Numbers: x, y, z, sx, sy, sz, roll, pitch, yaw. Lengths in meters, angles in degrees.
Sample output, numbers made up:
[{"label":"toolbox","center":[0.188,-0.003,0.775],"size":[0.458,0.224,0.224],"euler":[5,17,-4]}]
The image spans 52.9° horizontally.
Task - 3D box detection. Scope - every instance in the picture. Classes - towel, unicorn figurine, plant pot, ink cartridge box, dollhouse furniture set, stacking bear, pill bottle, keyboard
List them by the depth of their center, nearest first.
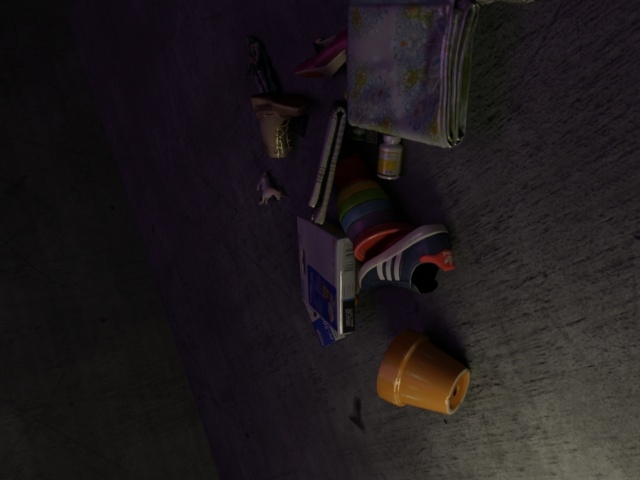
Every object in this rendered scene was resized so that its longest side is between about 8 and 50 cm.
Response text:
[{"label":"towel","center":[0.187,-0.394,1.458],"size":[0.374,0.090,0.320],"euler":[27,121,48]},{"label":"plant pot","center":[0.281,0.360,1.695],"size":[0.188,0.205,0.205],"euler":[19,117,34]},{"label":"pill bottle","center":[0.188,-0.227,1.725],"size":[0.065,0.065,0.116],"euler":[30,124,47]},{"label":"stacking bear","center":[0.118,-0.106,1.790],"size":[0.175,0.164,0.289],"euler":[-40,58,35]},{"label":"towel","center":[0.012,-0.228,1.803],"size":[0.312,0.056,0.324],"euler":[-94,15,-74]},{"label":"dollhouse furniture set","center":[0.039,-0.543,1.881],"size":[0.081,0.091,0.114],"euler":[-19,113,16]},{"label":"ink cartridge box","center":[0.017,0.094,1.988],"size":[0.307,0.072,0.303],"euler":[-142,46,-62]},{"label":"keyboard","center":[-0.100,-0.423,2.106],"size":[0.180,0.023,0.108],"euler":[45,134,37]},{"label":"ink cartridge box","center":[0.006,0.247,2.159],"size":[0.097,0.046,0.207],"euler":[-42,67,53]},{"label":"unicorn figurine","center":[-0.186,-0.177,2.276],"size":[0.161,0.060,0.111],"euler":[61,143,21]}]

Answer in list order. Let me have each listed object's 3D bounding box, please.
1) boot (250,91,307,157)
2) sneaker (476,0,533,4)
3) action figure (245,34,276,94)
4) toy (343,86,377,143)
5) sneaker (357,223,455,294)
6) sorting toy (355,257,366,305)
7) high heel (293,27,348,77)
[{"label":"boot","center":[-0.122,-0.364,2.062],"size":[0.262,0.095,0.203],"euler":[19,126,47]},{"label":"sneaker","center":[0.359,-0.564,1.367],"size":[0.232,0.090,0.115],"euler":[19,110,41]},{"label":"action figure","center":[-0.212,-0.588,2.181],"size":[0.137,0.064,0.232],"euler":[-28,75,58]},{"label":"toy","center":[0.106,-0.395,1.794],"size":[0.137,0.056,0.237],"euler":[23,119,49]},{"label":"sneaker","center":[0.226,0.092,1.720],"size":[0.350,0.131,0.148],"euler":[-44,61,51]},{"label":"sorting toy","center":[0.104,0.064,1.958],"size":[0.132,0.046,0.274],"euler":[45,135,37]},{"label":"high heel","center":[0.023,-0.532,1.804],"size":[0.244,0.082,0.117],"euler":[-5,83,42]}]
